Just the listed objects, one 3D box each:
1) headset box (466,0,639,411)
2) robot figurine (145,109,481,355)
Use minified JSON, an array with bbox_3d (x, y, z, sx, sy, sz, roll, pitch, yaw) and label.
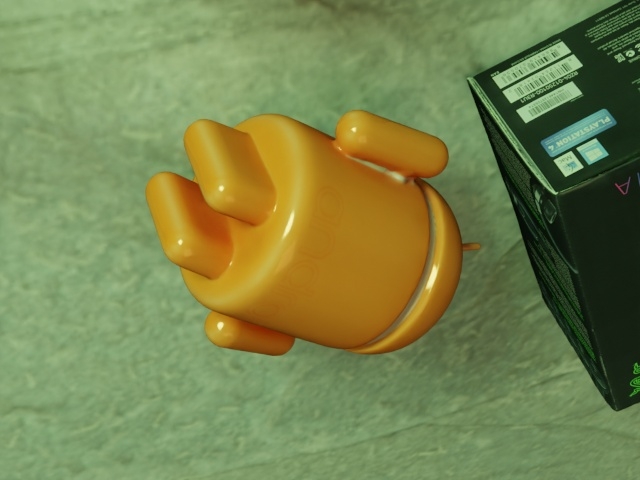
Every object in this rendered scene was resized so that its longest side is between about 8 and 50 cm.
[{"bbox_3d":[0.267,-0.036,0.771,0.246,0.131,0.283,-26,137,2],"label":"headset box"},{"bbox_3d":[-0.001,0.001,0.690,0.219,0.128,0.158,21,81,-37],"label":"robot figurine"}]
